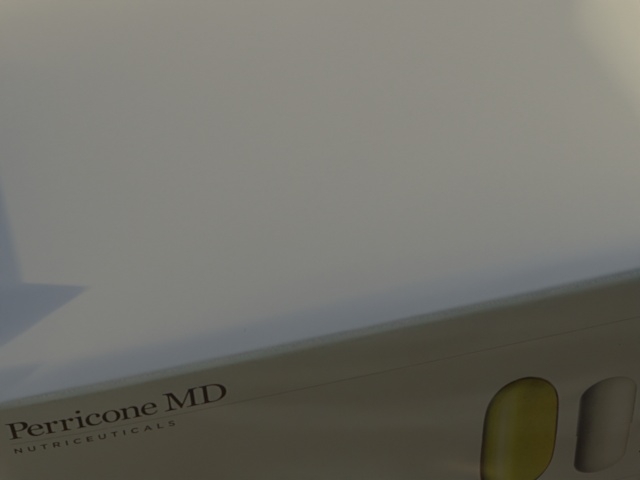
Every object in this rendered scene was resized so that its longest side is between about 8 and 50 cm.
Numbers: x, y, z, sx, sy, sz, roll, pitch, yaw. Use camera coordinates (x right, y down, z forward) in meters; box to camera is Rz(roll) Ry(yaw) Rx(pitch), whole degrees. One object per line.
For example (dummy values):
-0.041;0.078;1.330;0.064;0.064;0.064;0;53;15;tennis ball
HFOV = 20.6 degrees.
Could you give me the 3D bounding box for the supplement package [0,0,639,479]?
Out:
0.000;0.000;0.655;0.261;0.204;0.145;-12;-41;-7;supplement package
